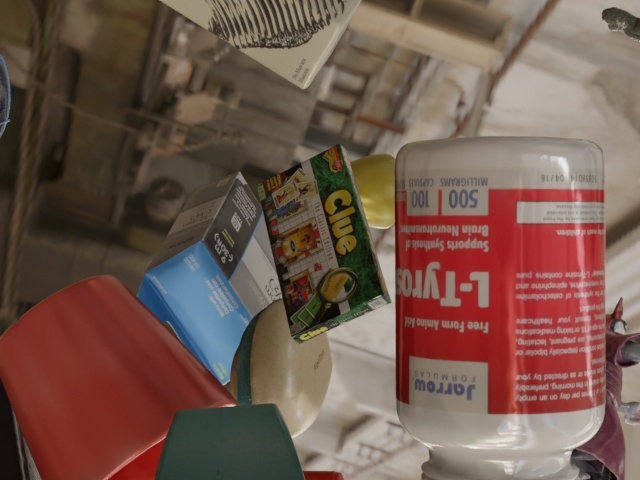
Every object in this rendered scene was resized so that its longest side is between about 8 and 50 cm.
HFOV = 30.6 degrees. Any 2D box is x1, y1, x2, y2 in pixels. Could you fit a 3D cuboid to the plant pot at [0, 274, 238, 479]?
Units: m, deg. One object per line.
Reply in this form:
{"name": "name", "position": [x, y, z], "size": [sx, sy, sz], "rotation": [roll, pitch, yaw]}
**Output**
{"name": "plant pot", "position": [-0.282, 0.196, 1.533], "size": [0.275, 0.243, 0.275], "rotation": [-34, 166, -9]}

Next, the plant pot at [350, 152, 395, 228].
{"name": "plant pot", "position": [0.071, -0.088, 2.051], "size": [0.134, 0.095, 0.134], "rotation": [-2, -93, 60]}

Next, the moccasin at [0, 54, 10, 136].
{"name": "moccasin", "position": [-0.600, -0.156, 1.935], "size": [0.117, 0.138, 0.342], "rotation": [-68, 179, -67]}

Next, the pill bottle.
{"name": "pill bottle", "position": [0.195, 0.096, 1.277], "size": [0.229, 0.229, 0.407], "rotation": [-172, -98, -86]}

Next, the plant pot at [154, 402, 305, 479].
{"name": "plant pot", "position": [-0.085, 0.290, 1.155], "size": [0.165, 0.166, 0.234], "rotation": [89, -4, -52]}

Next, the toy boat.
{"name": "toy boat", "position": [-0.062, 0.253, 1.724], "size": [0.267, 0.148, 0.318], "rotation": [-45, 126, -72]}

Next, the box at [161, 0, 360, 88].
{"name": "box", "position": [-0.097, -0.286, 1.230], "size": [0.094, 0.275, 0.113], "rotation": [-61, -178, -40]}

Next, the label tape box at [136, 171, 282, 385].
{"name": "label tape box", "position": [-0.161, 0.079, 1.985], "size": [0.115, 0.249, 0.347], "rotation": [-20, -155, 22]}

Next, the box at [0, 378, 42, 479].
{"name": "box", "position": [-0.612, 0.455, 1.701], "size": [0.471, 0.480, 0.297], "rotation": [-119, -169, -51]}

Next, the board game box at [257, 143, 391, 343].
{"name": "board game box", "position": [0.000, 0.000, 1.545], "size": [0.030, 0.136, 0.259], "rotation": [50, 20, -50]}

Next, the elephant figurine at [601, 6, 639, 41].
{"name": "elephant figurine", "position": [0.642, -0.368, 2.001], "size": [0.186, 0.239, 0.169], "rotation": [-29, 167, -32]}

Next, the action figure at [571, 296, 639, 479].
{"name": "action figure", "position": [0.382, 0.237, 1.723], "size": [0.248, 0.276, 0.370], "rotation": [99, 5, -52]}
